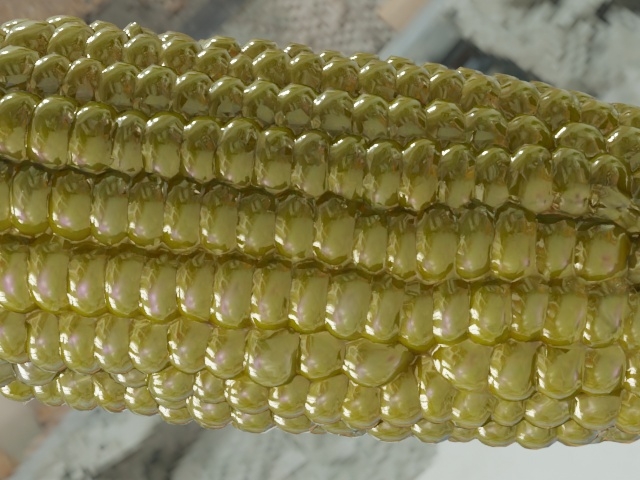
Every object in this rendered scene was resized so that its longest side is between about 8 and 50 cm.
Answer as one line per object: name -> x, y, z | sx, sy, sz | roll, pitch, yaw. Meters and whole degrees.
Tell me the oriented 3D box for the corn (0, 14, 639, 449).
corn -> 0.000, 0.000, 0.566 | 0.347, 0.130, 0.130 | 6, -55, 8
